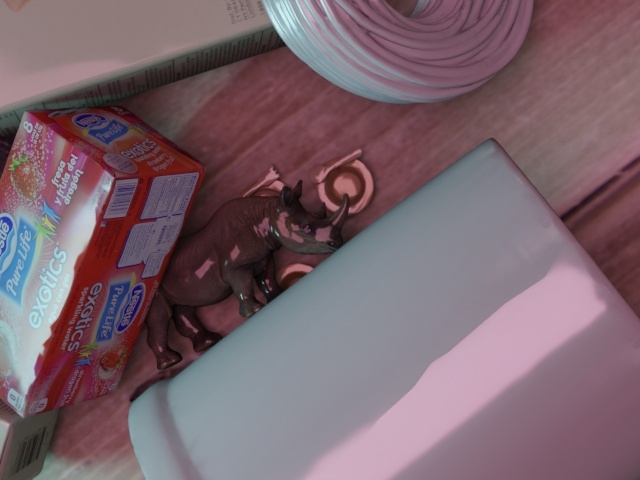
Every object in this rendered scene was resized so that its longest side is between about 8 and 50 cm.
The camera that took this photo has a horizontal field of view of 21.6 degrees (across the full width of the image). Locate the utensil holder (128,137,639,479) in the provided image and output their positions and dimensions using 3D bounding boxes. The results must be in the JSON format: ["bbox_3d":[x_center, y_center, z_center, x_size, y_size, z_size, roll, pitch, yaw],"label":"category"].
[{"bbox_3d":[0.089,0.147,1.420,0.385,0.327,0.328,-39,84,6],"label":"utensil holder"}]

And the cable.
[{"bbox_3d":[0.065,-0.241,1.463,0.257,0.089,0.257,-41,102,-33],"label":"cable"}]

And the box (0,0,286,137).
[{"bbox_3d":[-0.185,-0.196,1.508,0.311,0.148,0.121,-18,88,-7],"label":"box"}]

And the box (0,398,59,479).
[{"bbox_3d":[-0.395,0.147,1.593,0.275,0.113,0.094,21,106,14],"label":"box"}]

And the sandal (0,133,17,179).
[{"bbox_3d":[-0.280,-0.095,1.618,0.097,0.054,0.255,-18,97,17],"label":"sandal"}]

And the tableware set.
[{"bbox_3d":[0.000,0.000,1.579,0.141,0.020,0.169,-23,87,10],"label":"tableware set"}]

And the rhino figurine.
[{"bbox_3d":[-0.074,0.019,1.551,0.243,0.073,0.106,-31,83,21],"label":"rhino figurine"}]

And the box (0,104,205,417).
[{"bbox_3d":[-0.224,0.016,1.513,0.122,0.128,0.257,36,115,27],"label":"box"}]
